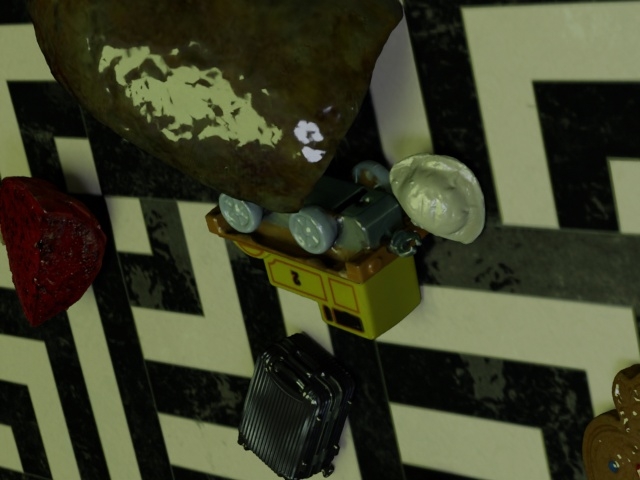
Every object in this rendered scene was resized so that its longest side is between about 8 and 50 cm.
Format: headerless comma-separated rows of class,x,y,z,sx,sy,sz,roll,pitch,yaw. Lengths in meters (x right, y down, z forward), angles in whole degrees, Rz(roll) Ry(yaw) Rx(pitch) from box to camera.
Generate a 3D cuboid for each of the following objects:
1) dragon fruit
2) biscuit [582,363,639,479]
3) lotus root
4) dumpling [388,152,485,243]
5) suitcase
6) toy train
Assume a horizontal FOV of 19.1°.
dragon fruit,-0.255,-0.012,1.799,0.106,0.083,0.162,52,151,34
biscuit,0.243,0.154,1.360,0.124,0.026,0.175,34,133,31
lotus root,-0.087,-0.179,1.448,0.314,0.210,0.142,34,145,14
dumpling,0.090,-0.036,1.421,0.059,0.043,0.077,-48,68,26
suitcase,-0.021,0.146,1.630,0.086,0.059,0.126,39,133,27
toy train,0.000,0.000,1.506,0.219,0.089,0.127,18,132,41
